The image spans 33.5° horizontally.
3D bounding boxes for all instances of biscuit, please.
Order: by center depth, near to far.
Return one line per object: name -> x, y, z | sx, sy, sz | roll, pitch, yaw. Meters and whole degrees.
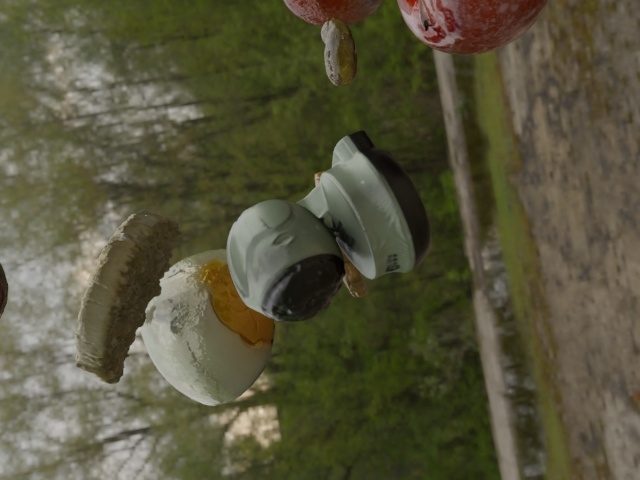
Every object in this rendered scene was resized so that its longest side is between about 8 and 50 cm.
biscuit -> -0.303, 0.067, 1.610 | 0.179, 0.084, 0.281 | 82, -153, -68
biscuit -> 0.038, -0.012, 2.303 | 0.376, 0.051, 0.269 | 58, -165, -74

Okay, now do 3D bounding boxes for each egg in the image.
egg -> -0.263, 0.165, 2.206 | 0.201, 0.337, 0.337 | 21, -127, -52

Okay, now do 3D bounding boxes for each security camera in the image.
security camera -> 0.000, 0.000, 1.520 | 0.191, 0.277, 0.197 | 59, 167, 28

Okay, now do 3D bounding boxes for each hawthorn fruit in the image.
hawthorn fruit -> 0.013, -0.408, 1.626 | 0.173, 0.172, 0.173 | -10, -90, -89

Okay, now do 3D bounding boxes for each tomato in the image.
tomato -> 0.218, -0.397, 1.501 | 0.270, 0.227, 0.270 | 165, 90, -77

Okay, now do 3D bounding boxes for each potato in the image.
potato -> 0.026, -0.252, 1.414 | 0.046, 0.045, 0.092 | 172, 90, -77

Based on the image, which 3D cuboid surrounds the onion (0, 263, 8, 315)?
onion -> -0.887, 0.095, 2.422 | 0.282, 0.336, 0.260 | -70, 21, 1
